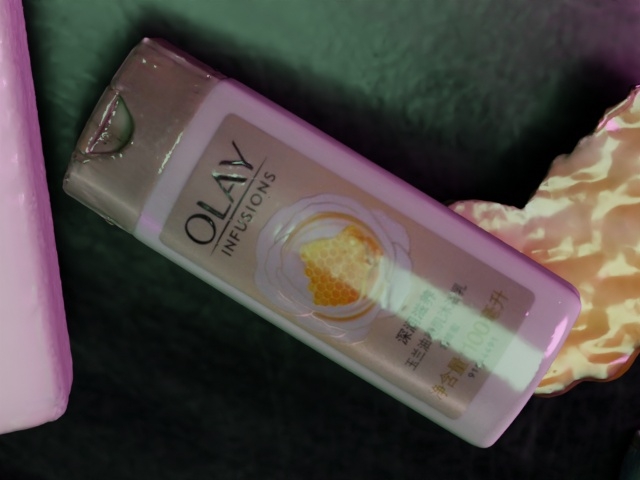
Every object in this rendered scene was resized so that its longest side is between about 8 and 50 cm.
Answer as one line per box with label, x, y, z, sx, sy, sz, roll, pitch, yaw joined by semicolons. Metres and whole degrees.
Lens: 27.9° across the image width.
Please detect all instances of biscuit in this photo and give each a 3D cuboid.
biscuit;0.117;0.012;0.628;0.183;0.061;0.118;-31;92;8

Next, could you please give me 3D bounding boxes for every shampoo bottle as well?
shampoo bottle;0.000;0.000;0.580;0.227;0.056;0.086;32;102;1

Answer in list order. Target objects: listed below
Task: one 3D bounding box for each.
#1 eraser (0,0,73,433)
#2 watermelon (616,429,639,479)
eraser;-0.210;-0.043;0.552;0.174;0.095;0.270;-5;114;-5
watermelon;0.298;0.248;0.682;0.322;0.188;0.175;19;102;-10
